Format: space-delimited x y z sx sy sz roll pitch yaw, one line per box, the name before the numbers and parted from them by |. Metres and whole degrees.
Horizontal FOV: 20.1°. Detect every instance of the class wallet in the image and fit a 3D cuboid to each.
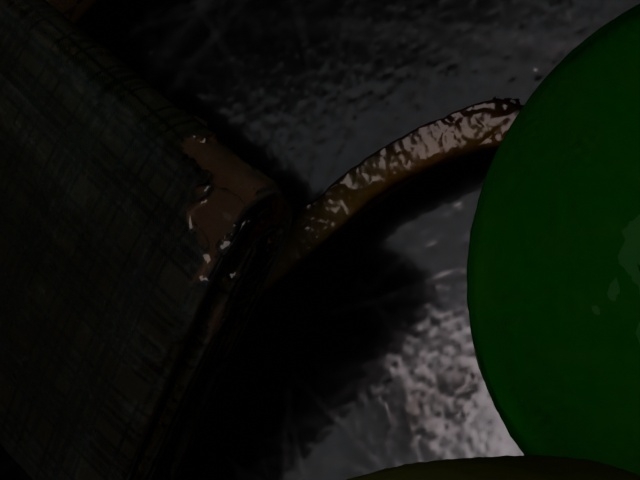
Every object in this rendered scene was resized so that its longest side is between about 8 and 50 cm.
wallet | -0.149 -0.029 0.766 0.317 0.044 0.169 39 113 31

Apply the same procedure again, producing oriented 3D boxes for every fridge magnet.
fridge magnet | 0.150 0.009 0.611 0.208 0.088 0.208 -7 74 25

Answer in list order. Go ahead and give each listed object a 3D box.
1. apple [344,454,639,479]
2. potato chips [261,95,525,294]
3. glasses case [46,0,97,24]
apple | 0.042 0.193 0.518 0.279 0.279 0.279 -7 73 24
potato chips | 0.000 0.000 0.724 0.204 0.026 0.037 -34 77 13
glasses case | -0.081 -0.164 0.800 0.170 0.041 0.065 -45 62 9
